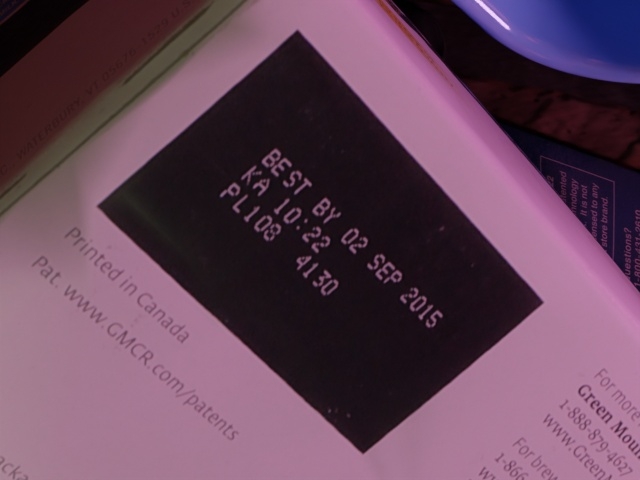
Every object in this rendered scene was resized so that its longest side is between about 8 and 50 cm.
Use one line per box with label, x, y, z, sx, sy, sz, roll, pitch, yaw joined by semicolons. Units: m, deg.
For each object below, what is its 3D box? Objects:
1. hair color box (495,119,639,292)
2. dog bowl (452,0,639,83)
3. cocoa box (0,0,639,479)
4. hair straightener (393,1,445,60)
hair color box;0.000;0.000;0.842;0.347;0.105;0.174;17;153;-22
dog bowl;0.078;-0.145;0.555;0.166;0.074;0.297;-12;148;36
cocoa box;-0.012;0.047;0.621;0.231;0.228;0.347;-40;120;7
hair straightener;-0.051;-0.114;0.705;0.230;0.047;0.089;20;143;-15
